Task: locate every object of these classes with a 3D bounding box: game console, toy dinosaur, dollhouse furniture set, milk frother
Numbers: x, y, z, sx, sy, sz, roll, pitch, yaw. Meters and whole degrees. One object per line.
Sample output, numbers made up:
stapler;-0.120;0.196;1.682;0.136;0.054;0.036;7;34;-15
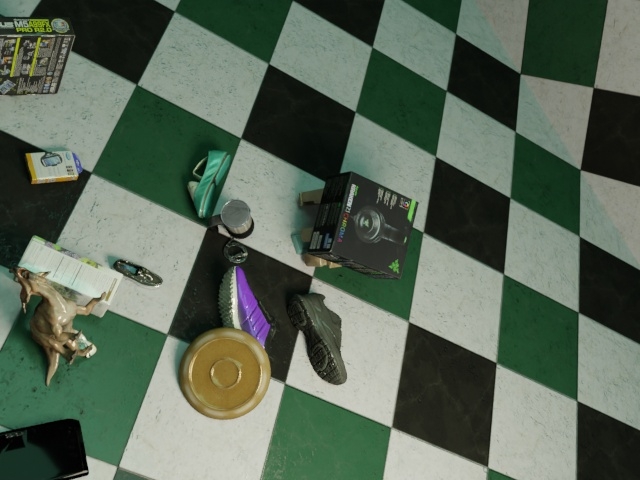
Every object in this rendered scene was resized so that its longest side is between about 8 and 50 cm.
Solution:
game console;-0.599;0.581;1.542;0.213;0.044;0.362;-5;70;-37
toy dinosaur;-0.632;0.183;1.653;0.200;0.296;0.127;22;26;3
dollhouse furniture set;0.032;-0.039;2.194;0.212;0.161;0.242;-7;92;-33
milk frother;-0.238;-0.023;2.020;0.129;0.135;0.143;-31;79;-7

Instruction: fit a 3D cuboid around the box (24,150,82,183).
box;-0.713;-0.198;1.905;0.136;0.028;0.081;-8;70;-36

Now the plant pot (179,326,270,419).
plant pot;-0.244;0.341;1.822;0.236;0.032;0.237;1;84;-7

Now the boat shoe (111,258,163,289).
boat shoe;-0.481;0.089;1.879;0.142;0.040;0.049;23;56;-18

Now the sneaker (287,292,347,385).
sneaker;0.019;0.272;2.040;0.130;0.109;0.287;-13;74;-41

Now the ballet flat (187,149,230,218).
ballet flat;-0.340;-0.168;2.086;0.087;0.083;0.247;13;56;5

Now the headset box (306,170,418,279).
headset box;0.134;-0.035;2.085;0.283;0.131;0.247;22;77;-31

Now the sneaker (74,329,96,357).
sneaker;-0.588;0.252;1.735;0.083;0.032;0.037;42;52;-4

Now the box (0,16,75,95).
box;-0.780;-0.477;1.859;0.216;0.270;0.060;-11;72;-33

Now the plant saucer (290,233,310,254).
plant saucer;0.000;0.000;2.223;0.191;0.018;0.067;-7;70;-34

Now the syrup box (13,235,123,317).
syrup box;-0.623;0.092;1.761;0.236;0.093;0.096;26;55;-17

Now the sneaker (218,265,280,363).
sneaker;-0.188;0.214;1.952;0.146;0.102;0.294;-1;74;-31
